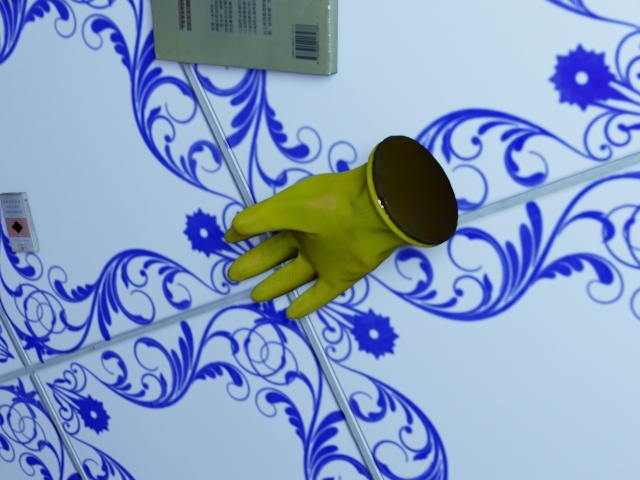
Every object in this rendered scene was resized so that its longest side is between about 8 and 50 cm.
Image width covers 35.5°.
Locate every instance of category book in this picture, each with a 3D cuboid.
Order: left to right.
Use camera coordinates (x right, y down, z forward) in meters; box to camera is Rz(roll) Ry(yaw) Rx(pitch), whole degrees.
[{"bbox_3d":[-0.085,-0.262,1.067,0.231,0.026,0.161,11,113,27],"label":"book"}]

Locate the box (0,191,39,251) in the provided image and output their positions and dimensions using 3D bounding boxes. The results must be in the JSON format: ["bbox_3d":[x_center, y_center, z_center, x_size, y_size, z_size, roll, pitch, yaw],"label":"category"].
[{"bbox_3d":[-0.410,-0.025,1.364,0.046,0.012,0.083,1,109,30],"label":"box"}]

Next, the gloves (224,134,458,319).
[{"bbox_3d":[0.001,0.001,1.081,0.294,0.116,0.133,-28,86,42],"label":"gloves"}]
